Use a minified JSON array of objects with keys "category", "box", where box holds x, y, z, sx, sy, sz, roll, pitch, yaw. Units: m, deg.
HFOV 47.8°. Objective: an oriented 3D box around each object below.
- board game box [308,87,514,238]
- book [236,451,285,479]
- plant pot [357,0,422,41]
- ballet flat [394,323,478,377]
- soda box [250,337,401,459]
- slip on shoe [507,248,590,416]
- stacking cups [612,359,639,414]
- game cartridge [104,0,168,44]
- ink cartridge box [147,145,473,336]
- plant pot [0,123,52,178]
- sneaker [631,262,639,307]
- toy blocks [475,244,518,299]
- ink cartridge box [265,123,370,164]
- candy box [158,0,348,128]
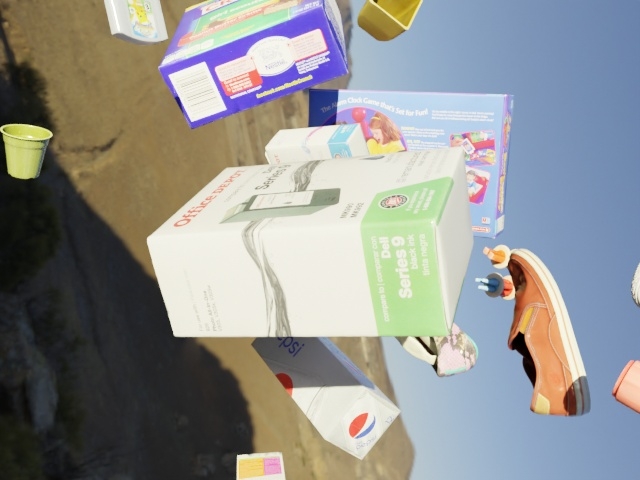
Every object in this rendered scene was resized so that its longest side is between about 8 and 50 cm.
[{"category":"board game box","box":[0.146,-0.141,1.255,0.078,0.347,0.233,-20,115,-63]},{"category":"book","box":[-0.119,0.473,1.454,0.144,0.096,0.035,-122,-156,-80]},{"category":"plant pot","box":[0.107,-0.386,1.219,0.083,0.081,0.081,-29,-149,59]},{"category":"ballet flat","box":[0.130,0.111,1.019,0.221,0.079,0.077,50,-34,47]},{"category":"soda box","box":[-0.001,0.215,1.148,0.091,0.098,0.286,39,0,-35]},{"category":"slip on shoe","box":[0.372,0.152,1.254,0.123,0.101,0.331,73,9,-52]},{"category":"stacking cups","box":[0.534,0.248,0.911,0.316,0.096,0.096,32,-29,31]},{"category":"game cartridge","box":[-0.211,-0.255,0.837,0.083,0.017,0.056,-17,99,-58]},{"category":"ink cartridge box","box":[0.000,0.000,0.754,0.211,0.289,0.122,-57,139,-60]},{"category":"plant pot","box":[-0.511,-0.151,1.251,0.083,0.083,0.079,-99,-160,-68]},{"category":"sneaker","box":[0.857,0.016,1.579,0.137,0.366,0.210,43,-13,-33]},{"category":"toy blocks","box":[0.377,0.064,1.528,0.054,0.148,0.123,-31,-122,43]},{"category":"ink cartridge box","box":[0.001,-0.100,0.942,0.052,0.122,0.088,-60,140,-43]},{"category":"candy box","box":[-0.101,-0.336,1.200,0.317,0.268,0.122,-92,162,-59]}]
